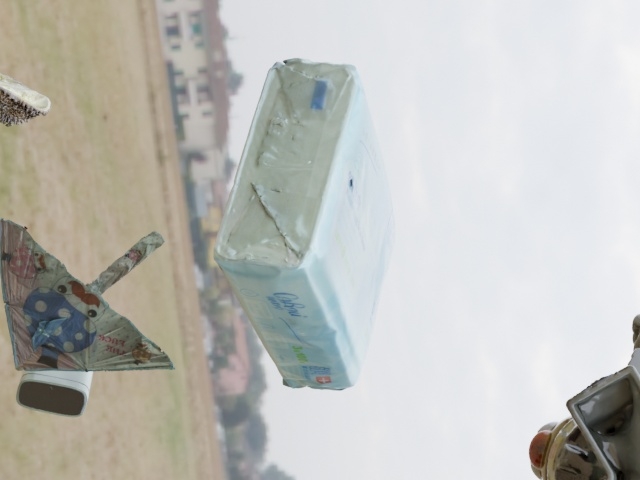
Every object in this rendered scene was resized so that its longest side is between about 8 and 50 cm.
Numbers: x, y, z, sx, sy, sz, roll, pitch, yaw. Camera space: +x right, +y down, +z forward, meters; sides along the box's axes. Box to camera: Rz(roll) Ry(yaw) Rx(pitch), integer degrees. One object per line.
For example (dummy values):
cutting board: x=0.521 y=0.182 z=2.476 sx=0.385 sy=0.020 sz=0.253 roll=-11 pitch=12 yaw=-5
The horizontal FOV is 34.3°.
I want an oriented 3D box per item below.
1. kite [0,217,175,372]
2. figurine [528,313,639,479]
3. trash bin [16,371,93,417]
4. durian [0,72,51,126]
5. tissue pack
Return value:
kite: x=-0.343 y=0.086 z=1.486 sx=0.335 sy=0.314 sz=0.011 roll=44 pitch=17 yaw=-12
figurine: x=0.313 y=0.253 z=1.138 sx=0.167 sy=0.342 sz=0.285 roll=40 pitch=4 yaw=16
trash bin: x=-0.451 y=0.243 z=1.770 sx=0.130 sy=0.116 sz=0.059 roll=-113 pitch=-141 yaw=-72
durian: x=-0.475 y=-0.207 z=1.556 sx=0.071 sy=0.110 sz=0.140 roll=-61 pitch=165 yaw=4
tissue pack: x=0.000 y=0.000 z=0.843 sx=0.263 sy=0.089 sz=0.177 roll=74 pitch=28 yaw=-61
